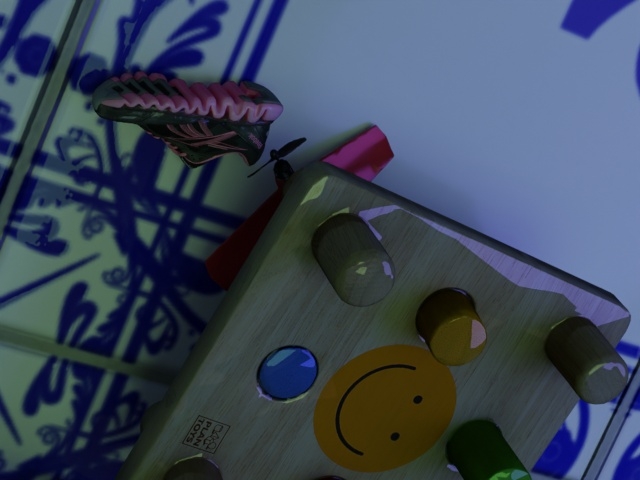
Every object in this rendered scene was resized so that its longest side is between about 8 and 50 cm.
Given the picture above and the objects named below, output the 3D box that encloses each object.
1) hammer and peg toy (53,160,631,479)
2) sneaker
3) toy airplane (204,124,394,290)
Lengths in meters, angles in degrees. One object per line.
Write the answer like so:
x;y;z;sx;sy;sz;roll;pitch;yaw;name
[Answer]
0.003;0.144;1.067;0.266;0.127;0.361;24;107;-28;hammer and peg toy
-0.083;-0.069;1.025;0.119;0.047;0.057;4;119;-23;sneaker
0.000;0.000;1.083;0.151;0.028;0.151;-13;116;-29;toy airplane
